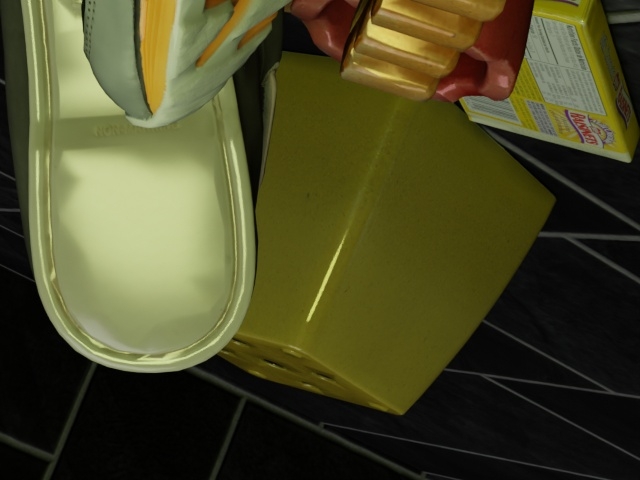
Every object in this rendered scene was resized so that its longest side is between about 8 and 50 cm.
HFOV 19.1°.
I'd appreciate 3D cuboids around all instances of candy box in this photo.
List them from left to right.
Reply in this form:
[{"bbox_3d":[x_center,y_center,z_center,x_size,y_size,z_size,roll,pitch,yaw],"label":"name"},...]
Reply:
[{"bbox_3d":[0.114,-0.100,1.052,0.105,0.027,0.206,14,167,19],"label":"candy box"}]

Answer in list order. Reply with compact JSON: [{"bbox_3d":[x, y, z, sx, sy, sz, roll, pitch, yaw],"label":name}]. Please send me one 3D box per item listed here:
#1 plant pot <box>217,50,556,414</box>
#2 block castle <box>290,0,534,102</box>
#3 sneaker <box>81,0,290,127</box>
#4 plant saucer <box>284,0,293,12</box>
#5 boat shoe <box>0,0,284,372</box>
[{"bbox_3d":[0.000,0.000,1.304,0.212,0.187,0.212,13,165,38],"label":"plant pot"},{"bbox_3d":[0.159,-0.104,0.509,0.303,0.212,0.453,22,168,-3],"label":"block castle"},{"bbox_3d":[-0.042,-0.130,0.411,0.083,0.214,0.084,9,-158,19],"label":"sneaker"},{"bbox_3d":[-0.033,-0.152,1.103,0.083,0.015,0.083,20,168,4],"label":"plant saucer"},{"bbox_3d":[-0.063,-0.121,0.671,0.112,0.335,0.095,2,-165,-3],"label":"boat shoe"}]
